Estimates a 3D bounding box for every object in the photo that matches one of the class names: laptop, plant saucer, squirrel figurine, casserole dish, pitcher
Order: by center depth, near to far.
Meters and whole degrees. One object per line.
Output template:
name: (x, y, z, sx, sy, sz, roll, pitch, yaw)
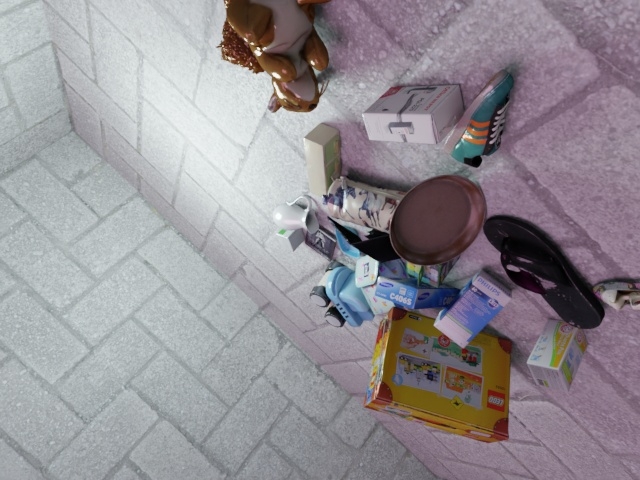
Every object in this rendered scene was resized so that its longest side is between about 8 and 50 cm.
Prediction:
squirrel figurine: (-0.128, -0.572, 1.320, 0.397, 0.281, 0.370, 43, 166, 31)
plant saucer: (0.354, -0.064, 1.370, 0.310, 0.310, 0.050, 62, -176, -32)
laptop: (0.193, -0.017, 1.670, 0.234, 0.136, 0.264, 31, -164, -50)
casserole dish: (0.128, 0.002, 1.967, 0.114, 0.037, 0.188, 21, 146, 35)
pitcher: (-0.117, -0.128, 2.033, 0.207, 0.125, 0.178, 11, 115, 34)

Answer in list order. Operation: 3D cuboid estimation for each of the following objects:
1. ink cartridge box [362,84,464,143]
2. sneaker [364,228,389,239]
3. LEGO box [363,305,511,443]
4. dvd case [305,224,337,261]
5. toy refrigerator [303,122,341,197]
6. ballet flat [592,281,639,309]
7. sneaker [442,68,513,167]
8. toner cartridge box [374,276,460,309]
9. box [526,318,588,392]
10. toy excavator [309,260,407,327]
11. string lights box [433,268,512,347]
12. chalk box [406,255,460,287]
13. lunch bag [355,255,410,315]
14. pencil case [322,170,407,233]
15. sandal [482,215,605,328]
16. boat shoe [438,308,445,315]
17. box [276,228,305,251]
ink cartridge box: (0.248, -0.340, 1.198, 0.218, 0.158, 0.092, 16, 142, 40)
sneaker: (0.244, -0.028, 1.757, 0.089, 0.051, 0.170, 39, 156, -2)
LEGO box: (0.460, 0.520, 1.735, 0.500, 0.372, 0.193, 17, 150, 1)
dvd case: (0.000, 0.000, 2.148, 0.164, 0.018, 0.221, 36, 152, 14)
toy refrigerator: (0.016, -0.283, 1.641, 0.094, 0.102, 0.269, 29, 149, 25)
ballet flat: (0.843, 0.153, 1.207, 0.077, 0.079, 0.221, 48, 152, -17)
sneaker: (0.417, -0.292, 1.115, 0.121, 0.108, 0.302, 37, 160, 9)
toner cartridge box: (0.367, 0.192, 1.654, 0.165, 0.075, 0.348, 15, -175, 40)
box: (0.780, 0.371, 1.463, 0.103, 0.203, 0.114, 0, 129, 51)
toy excavator: (0.234, 0.304, 2.101, 0.445, 0.222, 0.433, -8, 126, 46)
string lights box: (0.539, 0.243, 1.585, 0.133, 0.077, 0.260, 38, 116, 9)
chalk box: (0.378, 0.063, 1.536, 0.132, 0.213, 0.132, 27, 147, 29)
lunch bag: (0.264, 0.172, 1.905, 0.262, 0.160, 0.223, 61, 156, 2)
pencil case: (0.204, -0.121, 1.562, 0.410, 0.160, 0.183, 19, 150, 38)
sandal: (0.658, 0.105, 1.333, 0.446, 0.107, 0.167, 46, 153, 4)
boat shoe: (0.544, 0.278, 1.702, 0.184, 0.066, 0.063, 5, 140, -12)
box: (-0.148, -0.020, 2.221, 0.087, 0.101, 0.102, 20, 145, 35)
